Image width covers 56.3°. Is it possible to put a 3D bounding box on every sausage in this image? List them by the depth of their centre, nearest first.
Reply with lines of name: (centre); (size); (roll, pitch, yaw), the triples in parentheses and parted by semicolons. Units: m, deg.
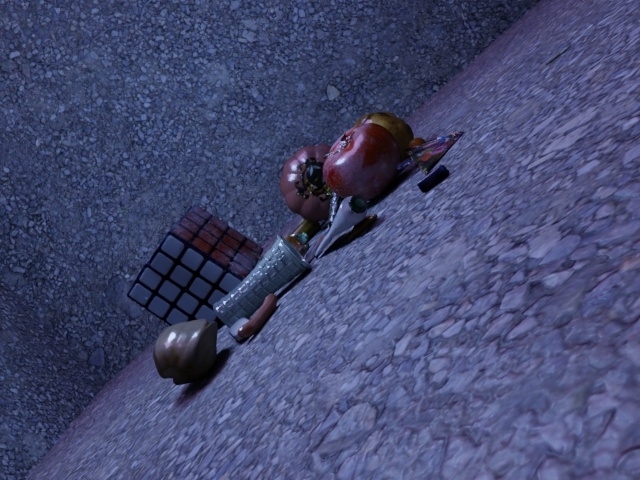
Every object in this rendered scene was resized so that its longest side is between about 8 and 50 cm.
sausage: (-0.164, 0.205, 1.617); (0.043, 0.043, 0.186); (-36, 8, 35)
sausage: (-0.147, 0.045, 2.353); (0.371, 0.082, 0.082); (-45, 8, -17)

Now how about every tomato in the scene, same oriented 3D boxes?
tomato: (0.143, -0.250, 1.970); (0.270, 0.227, 0.270); (-42, 23, 22)

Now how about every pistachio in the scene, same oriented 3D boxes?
pistachio: (-0.359, 0.290, 1.626); (0.197, 0.166, 0.288); (-56, 8, 1)

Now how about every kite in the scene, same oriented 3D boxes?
kite: (0.338, -0.272, 1.812); (0.234, 0.016, 0.321); (-28, 20, 7)

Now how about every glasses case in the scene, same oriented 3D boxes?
glasses case: (0.275, -0.150, 1.461); (0.083, 0.033, 0.023); (-39, 18, 22)
glasses case: (-0.223, 0.248, 1.677); (0.063, 0.041, 0.164); (-42, 7, -15)

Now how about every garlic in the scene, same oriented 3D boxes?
garlic: (-0.127, 0.050, 1.929); (0.198, 0.128, 0.090); (-26, -25, -46)

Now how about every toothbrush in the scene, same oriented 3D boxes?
toothbrush: (0.000, 0.000, 2.031); (0.037, 0.028, 0.375); (-50, 2, 30)

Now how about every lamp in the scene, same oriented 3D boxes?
lamp: (-0.005, -0.220, 2.333); (0.305, 0.305, 0.239); (-42, -4, -2)

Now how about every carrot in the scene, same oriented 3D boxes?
carrot: (0.321, -0.287, 1.966); (0.061, 0.061, 0.210); (-39, 11, 21)

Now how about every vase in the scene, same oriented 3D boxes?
vase: (-0.183, 0.134, 1.799); (0.299, 0.143, 0.143); (-44, 7, 1)

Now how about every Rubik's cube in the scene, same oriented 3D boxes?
Rubik's cube: (-0.464, 0.121, 2.282); (0.337, 0.344, 0.344); (-54, 5, 21)

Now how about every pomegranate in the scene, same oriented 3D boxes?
pomegranate: (0.218, -0.352, 2.194); (0.260, 0.260, 0.260); (-41, 7, 6)

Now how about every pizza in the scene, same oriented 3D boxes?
pizza: (0.109, -0.040, 1.695); (0.099, 0.029, 0.100); (-44, 7, -14)

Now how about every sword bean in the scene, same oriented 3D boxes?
sword bean: (0.669, -0.522, 1.682); (0.083, 0.012, 0.012); (-36, 9, 43)

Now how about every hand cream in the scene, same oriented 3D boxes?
hand cream: (0.057, -0.043, 1.732); (0.121, 0.076, 0.336); (-50, -1, -26)

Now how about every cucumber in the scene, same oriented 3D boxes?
cucumber: (0.065, -0.159, 2.135); (0.067, 0.067, 0.293); (-32, 45, 51)

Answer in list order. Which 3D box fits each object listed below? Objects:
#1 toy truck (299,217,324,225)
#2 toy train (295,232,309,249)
toy truck: (-0.025, -0.098, 2.539); (0.116, 0.085, 0.191); (-46, 5, 38)
toy train: (-0.121, 0.051, 2.178); (0.194, 0.081, 0.125); (-46, 4, -24)
